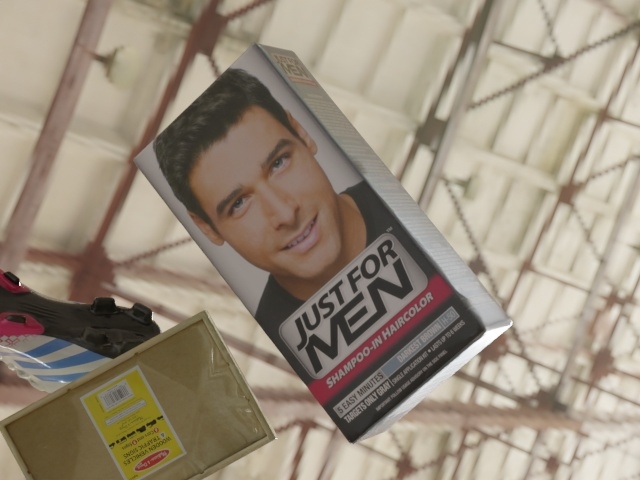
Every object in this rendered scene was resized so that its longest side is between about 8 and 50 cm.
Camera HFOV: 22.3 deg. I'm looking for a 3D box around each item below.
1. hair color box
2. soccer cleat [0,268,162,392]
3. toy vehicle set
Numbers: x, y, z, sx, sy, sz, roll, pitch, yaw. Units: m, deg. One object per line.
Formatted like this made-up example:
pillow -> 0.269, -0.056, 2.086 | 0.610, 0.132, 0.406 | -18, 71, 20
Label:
hair color box -> 0.000, 0.000, 1.654 | 0.185, 0.374, 0.113 | -42, -14, 17
soccer cleat -> -0.348, 0.116, 1.902 | 0.116, 0.331, 0.143 | -73, 0, -51
toy vehicle set -> -0.204, 0.212, 1.811 | 0.267, 0.166, 0.035 | -28, -3, -1
